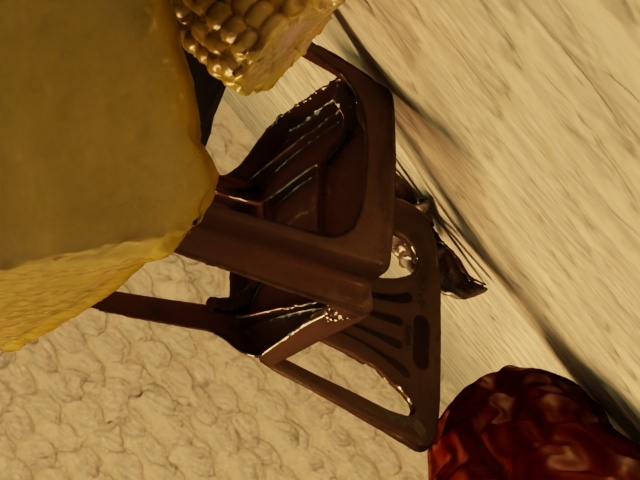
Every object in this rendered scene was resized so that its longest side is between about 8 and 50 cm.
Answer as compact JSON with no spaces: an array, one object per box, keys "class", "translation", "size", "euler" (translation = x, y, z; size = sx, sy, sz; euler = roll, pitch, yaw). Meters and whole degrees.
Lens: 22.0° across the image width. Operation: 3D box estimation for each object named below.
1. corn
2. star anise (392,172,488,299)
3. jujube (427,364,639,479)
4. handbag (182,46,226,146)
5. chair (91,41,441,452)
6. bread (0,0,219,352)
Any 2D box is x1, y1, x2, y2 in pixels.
[{"class":"corn","translation":[-0.086,-0.177,0.827],"size":[0.244,0.093,0.093],"euler":[51,178,18]},{"class":"star anise","translation":[0.067,-0.006,1.199],"size":[0.141,0.042,0.141],"euler":[53,179,2]},{"class":"jujube","translation":[0.150,0.175,1.058],"size":[0.155,0.155,0.230],"euler":[52,-173,-25]},{"class":"handbag","translation":[-0.147,-0.168,1.248],"size":[0.302,0.178,0.275],"euler":[66,-179,-76]},{"class":"chair","translation":[0.000,0.000,0.980],"size":[0.326,0.183,0.176],"euler":[19,-121,-31]},{"class":"bread","translation":[-0.188,-0.112,0.755],"size":[0.333,0.143,0.324],"euler":[-30,75,64]}]
